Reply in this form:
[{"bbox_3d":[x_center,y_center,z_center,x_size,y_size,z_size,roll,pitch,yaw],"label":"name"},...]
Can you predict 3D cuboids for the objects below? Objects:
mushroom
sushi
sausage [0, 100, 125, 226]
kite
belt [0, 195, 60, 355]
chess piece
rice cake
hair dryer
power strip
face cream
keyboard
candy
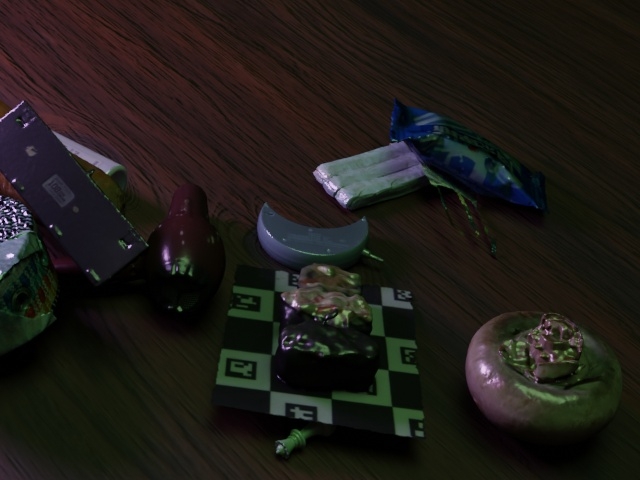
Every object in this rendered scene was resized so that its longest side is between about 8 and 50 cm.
[{"bbox_3d":[0.319,0.183,1.650,0.226,0.178,0.226,1,32,-1],"label":"mushroom"},{"bbox_3d":[0.012,0.110,1.686,0.296,0.100,0.373,9,30,-3],"label":"sushi"},{"bbox_3d":[-0.484,-0.139,1.794,0.500,0.123,0.136,34,49,31],"label":"sausage"},{"bbox_3d":[0.229,-0.093,2.069,0.169,0.015,0.310,25,30,-25],"label":"kite"},{"bbox_3d":[-0.472,0.058,1.601,0.207,0.150,0.257,-11,36,6],"label":"belt"},{"bbox_3d":[-0.024,0.263,1.569,0.093,0.042,0.042,-29,53,-35],"label":"chess piece"},{"bbox_3d":[0.095,-0.117,2.089,0.211,0.038,0.124,-14,44,-31],"label":"rice cake"},{"bbox_3d":[-0.320,0.017,1.784,0.340,0.123,0.312,-7,29,-6],"label":"hair dryer"},{"bbox_3d":[0.000,0.000,1.909,0.215,0.044,0.137,9,38,-2],"label":"power strip"},{"bbox_3d":[-0.451,-0.142,1.942,0.269,0.082,0.082,27,40,18],"label":"face cream"},{"bbox_3d":[-0.362,-0.069,1.636,0.106,0.027,0.317,-38,67,-10],"label":"keyboard"},{"bbox_3d":[0.273,-0.151,2.112,0.331,0.077,0.187,28,27,-9],"label":"candy"}]
